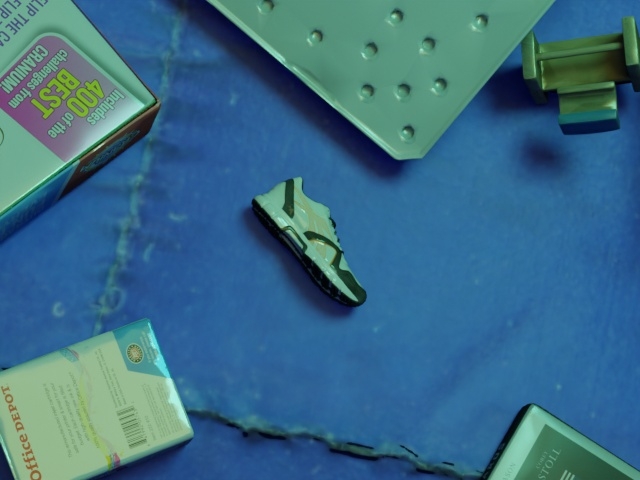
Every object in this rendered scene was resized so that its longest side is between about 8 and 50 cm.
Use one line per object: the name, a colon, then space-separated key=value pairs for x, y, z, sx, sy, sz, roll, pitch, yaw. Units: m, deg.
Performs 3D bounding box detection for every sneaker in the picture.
sneaker: x=0.000 y=0.000 z=1.189 sx=0.043 sy=0.040 sz=0.109 roll=-38 pitch=86 yaw=-17

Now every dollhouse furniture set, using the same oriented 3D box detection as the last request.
dollhouse furniture set: x=0.251 y=-0.085 z=1.223 sx=0.183 sy=0.129 sz=0.129 roll=-5 pitch=77 yaw=14

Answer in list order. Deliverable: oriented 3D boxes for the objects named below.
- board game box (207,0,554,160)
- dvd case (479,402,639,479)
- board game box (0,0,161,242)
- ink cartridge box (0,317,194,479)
board game box: x=0.041 y=-0.323 z=1.170 sx=0.390 sy=0.050 sz=0.390 roll=40 pitch=106 yaw=1
dvd case: x=0.203 y=0.252 z=1.169 sx=0.238 sy=0.029 sz=0.179 roll=33 pitch=73 yaw=-1
board game box: x=-0.304 y=-0.136 z=1.145 sx=0.242 sy=0.064 sz=0.316 roll=-38 pitch=86 yaw=-21
ink cartridge box: x=-0.160 y=0.117 z=1.128 sx=0.122 sy=0.052 sz=0.089 roll=-20 pitch=81 yaw=-15
